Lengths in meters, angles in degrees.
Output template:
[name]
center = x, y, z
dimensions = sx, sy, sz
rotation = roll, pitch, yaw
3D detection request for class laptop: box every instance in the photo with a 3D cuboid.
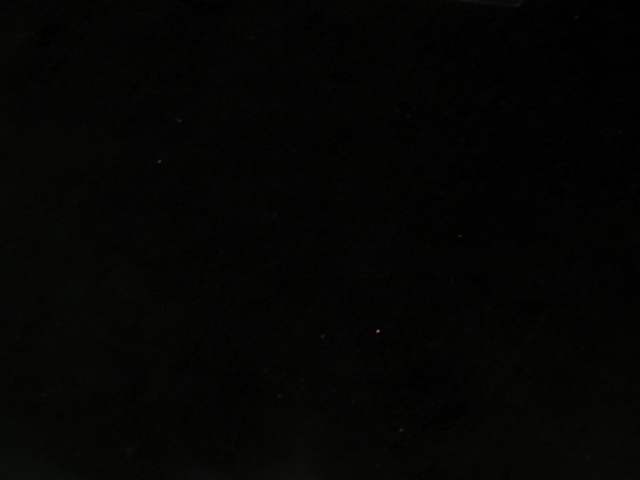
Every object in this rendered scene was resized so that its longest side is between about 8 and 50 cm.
[laptop]
center = 0.000, 0.000, 0.619
dimensions = 0.382, 0.236, 0.408
rotation = 10, 46, 27
